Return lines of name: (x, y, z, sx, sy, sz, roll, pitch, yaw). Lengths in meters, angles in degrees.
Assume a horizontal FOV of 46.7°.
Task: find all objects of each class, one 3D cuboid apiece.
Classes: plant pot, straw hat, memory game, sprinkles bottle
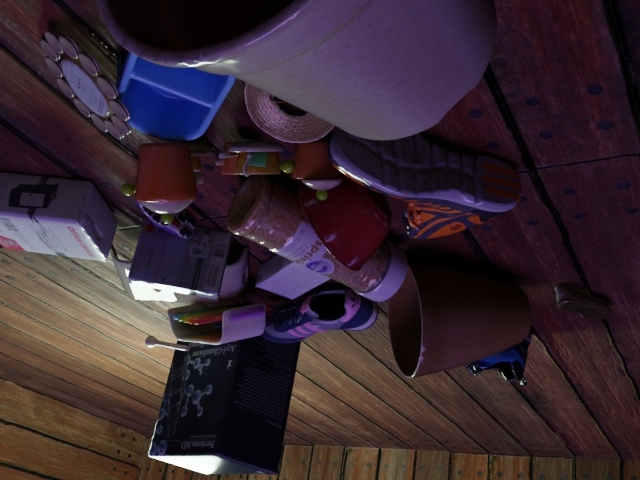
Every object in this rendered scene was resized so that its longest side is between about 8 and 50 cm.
plant pot: (0.290, 0.155, 1.530, 0.254, 0.237, 0.237, -2, 156, -12)
plant pot: (0.015, -0.251, 0.711, 0.334, 0.334, 0.305, -8, 159, 32)
straw hat: (-0.035, -0.213, 1.047, 0.144, 0.061, 0.144, 7, 136, 7)
memory game: (-0.341, -0.226, 1.084, 0.186, 0.012, 0.186, 35, 153, 21)
sprinkles bottle: (0.000, 0.000, 1.394, 0.355, 0.121, 0.121, 27, 149, -30)

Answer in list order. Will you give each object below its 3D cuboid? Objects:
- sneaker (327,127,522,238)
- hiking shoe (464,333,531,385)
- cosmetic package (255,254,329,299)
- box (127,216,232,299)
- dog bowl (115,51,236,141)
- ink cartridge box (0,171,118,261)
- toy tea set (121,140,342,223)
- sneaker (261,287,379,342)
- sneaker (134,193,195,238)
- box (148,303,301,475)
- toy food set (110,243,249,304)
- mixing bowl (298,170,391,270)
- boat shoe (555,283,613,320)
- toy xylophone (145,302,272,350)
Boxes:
sneaker: (0.142, -0.076, 1.188, 0.321, 0.125, 0.180, 17, 152, -14)
hiking shoe: (0.355, 0.247, 1.752, 0.304, 0.132, 0.113, 13, 154, -5)
cosmetic package: (-0.042, 0.057, 1.590, 0.099, 0.060, 0.239, 24, 151, -22)
box: (-0.289, 0.036, 1.538, 0.186, 0.145, 0.038, 11, 153, -3)
dog bowl: (-0.201, -0.236, 1.043, 0.166, 0.074, 0.297, 19, 152, -18)
ink cartridge box: (-0.557, -0.048, 1.511, 0.237, 0.100, 0.172, 7, 154, 8)
toy tea set: (-0.136, -0.093, 1.173, 0.336, 0.124, 0.200, 1, -172, 14)
sneaker: (-0.031, 0.165, 1.748, 0.319, 0.112, 0.131, -15, 151, 26)
sneaker: (-0.319, -0.050, 1.468, 0.071, 0.068, 0.170, 3, 154, 26)
box: (-0.248, 0.402, 1.975, 0.293, 0.395, 0.212, -16, 144, 41)
toy food set: (-0.314, 0.061, 1.683, 0.306, 0.092, 0.220, 3, 154, -4)
mixing bowl: (0.056, -0.050, 1.251, 0.098, 0.181, 0.181, -32, 137, 20)
boat shoe: (0.555, 0.131, 1.561, 0.153, 0.048, 0.056, 15, 142, -25)
toy xylophone: (-0.277, 0.203, 1.797, 0.322, 0.081, 0.236, -6, -179, 45)
